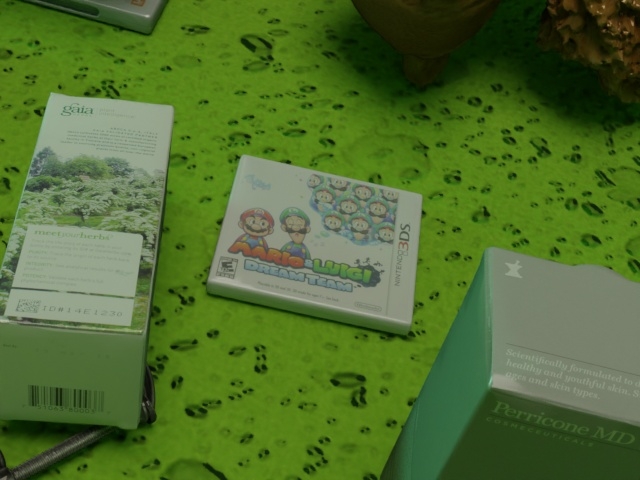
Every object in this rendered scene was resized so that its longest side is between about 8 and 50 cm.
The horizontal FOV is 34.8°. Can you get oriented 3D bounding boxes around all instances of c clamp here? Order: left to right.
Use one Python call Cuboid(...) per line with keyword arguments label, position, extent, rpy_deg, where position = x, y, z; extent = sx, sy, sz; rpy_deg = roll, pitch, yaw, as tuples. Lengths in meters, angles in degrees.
Cuboid(label="c clamp", position=(-0.172, 0.121, 0.663), extent=(0.161, 0.022, 0.137), rpy_deg=(-32, 57, -33))

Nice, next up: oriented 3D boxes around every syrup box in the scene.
Cuboid(label="syrup box", position=(-0.157, 0.005, 0.701), extent=(0.093, 0.096, 0.237), rpy_deg=(6, 41, -8))

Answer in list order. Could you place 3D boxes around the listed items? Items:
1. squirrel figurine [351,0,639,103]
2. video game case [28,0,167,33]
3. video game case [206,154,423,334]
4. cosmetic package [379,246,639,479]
Cuboid(label="squirrel figurine", position=(0.211, -0.296, 0.927), extent=(0.397, 0.281, 0.370), rpy_deg=(35, 71, 2))
Cuboid(label="video game case", position=(-0.229, -0.297, 1.013), extent=(0.193, 0.023, 0.212), rpy_deg=(15, 47, 0))
Cuboid(label="video game case", position=(0.000, 0.000, 0.810), extent=(0.157, 0.019, 0.143), rpy_deg=(12, 47, -2))
Cuboid(label="cosmetic package", position=(0.116, 0.125, 0.579), extent=(0.127, 0.238, 0.107), rpy_deg=(12, 48, -2))
